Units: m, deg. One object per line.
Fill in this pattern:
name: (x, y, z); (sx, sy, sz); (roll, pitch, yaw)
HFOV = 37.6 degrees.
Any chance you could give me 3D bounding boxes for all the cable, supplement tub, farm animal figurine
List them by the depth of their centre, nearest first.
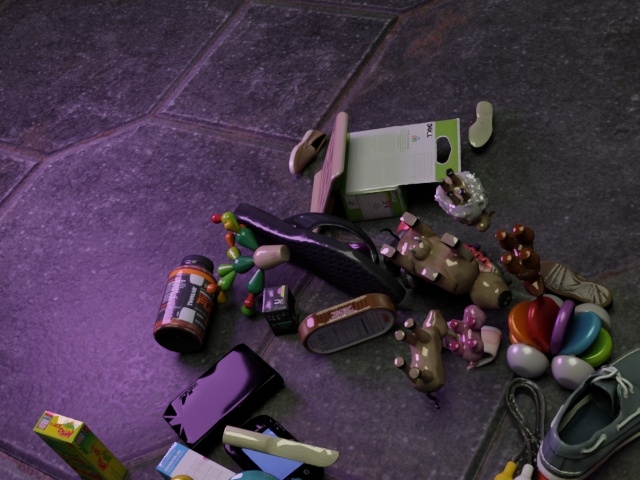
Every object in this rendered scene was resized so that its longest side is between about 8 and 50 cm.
cable: (0.348, 0.342, 1.522); (0.139, 0.072, 0.287); (4, 52, 17)
farm animal figurine: (0.234, 0.083, 1.651); (0.330, 0.172, 0.327); (-44, 53, 8)
supplement tub: (-0.271, 0.124, 1.927); (0.106, 0.106, 0.198); (-5, 50, 17)

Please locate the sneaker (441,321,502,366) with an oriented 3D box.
sneaker: (0.258, 0.190, 1.703); (0.134, 0.051, 0.070); (2, 46, 17)

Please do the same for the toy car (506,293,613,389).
toy car: (0.409, 0.155, 1.617); (0.182, 0.136, 0.159); (12, 56, 29)

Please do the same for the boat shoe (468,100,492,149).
boat shoe: (0.350, -0.245, 2.058); (0.048, 0.042, 0.133); (13, 54, 5)

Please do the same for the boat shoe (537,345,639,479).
boat shoe: (0.468, 0.259, 1.506); (0.319, 0.099, 0.116); (-36, 53, -26)

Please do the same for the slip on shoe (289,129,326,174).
slip on shoe: (-0.029, -0.203, 2.161); (0.041, 0.051, 0.135); (6, 45, 29)

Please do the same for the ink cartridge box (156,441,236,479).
ink cartridge box: (-0.185, 0.430, 1.626); (0.181, 0.104, 0.062); (18, 58, 33)

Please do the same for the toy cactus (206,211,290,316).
toy cactus: (-0.147, 0.039, 1.894); (0.180, 0.112, 0.219); (-15, 77, 34)

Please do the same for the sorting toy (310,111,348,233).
sorting toy: (0.023, -0.139, 2.001); (0.038, 0.208, 0.193); (13, 50, -9)

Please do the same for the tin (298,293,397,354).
tin: (0.053, 0.160, 1.773); (0.189, 0.106, 0.040); (-21, 54, 4)

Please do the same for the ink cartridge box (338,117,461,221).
ink cartridge box: (0.176, -0.150, 2.003); (0.255, 0.097, 0.189); (-6, 48, 14)

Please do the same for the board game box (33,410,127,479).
board game box: (-0.433, 0.382, 1.710); (0.092, 0.181, 0.043); (9, 54, 27)

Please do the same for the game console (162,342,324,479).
game console: (-0.120, 0.341, 1.705); (0.213, 0.044, 0.361); (-41, 44, -16)

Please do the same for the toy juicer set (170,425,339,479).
toy juicer set: (-0.138, 0.419, 1.519); (0.209, 0.089, 0.329); (33, 93, 6)

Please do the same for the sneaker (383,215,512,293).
sneaker: (0.231, 0.056, 1.800); (0.276, 0.098, 0.135); (27, 64, 39)

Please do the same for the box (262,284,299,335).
box: (-0.077, 0.138, 1.855); (0.052, 0.083, 0.062); (-10, 47, 13)

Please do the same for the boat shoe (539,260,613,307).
boat shoe: (0.462, 0.087, 1.719); (0.152, 0.049, 0.056); (31, 85, 33)

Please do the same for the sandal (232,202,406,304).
sandal: (-0.002, -0.002, 1.885); (0.445, 0.167, 0.107); (25, 69, 37)
